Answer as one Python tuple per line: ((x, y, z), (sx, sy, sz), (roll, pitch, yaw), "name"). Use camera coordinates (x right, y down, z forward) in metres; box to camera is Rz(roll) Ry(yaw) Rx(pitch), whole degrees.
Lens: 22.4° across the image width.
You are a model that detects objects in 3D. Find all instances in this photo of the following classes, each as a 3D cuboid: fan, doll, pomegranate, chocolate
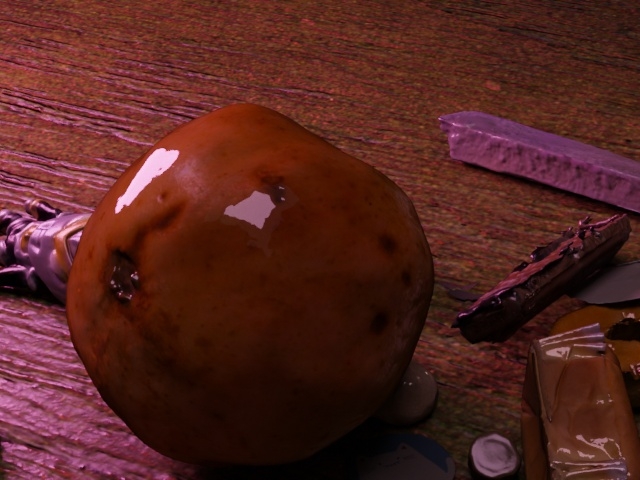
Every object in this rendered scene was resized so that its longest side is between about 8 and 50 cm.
((0.094, 0.253, 1.658), (0.113, 0.005, 0.175), (-13, 33, -15), "fan")
((0.434, 0.027, 1.904), (0.310, 0.010, 0.182), (-17, 12, -18), "fan")
((-0.294, 0.016, 1.969), (0.316, 0.103, 0.145), (11, 40, 30), "doll")
((-0.059, 0.059, 1.683), (0.410, 0.410, 0.410), (-2, 34, 2), "pomegranate")
((0.263, 0.041, 1.853), (0.102, 0.065, 0.329), (-32, -1, 38), "chocolate")

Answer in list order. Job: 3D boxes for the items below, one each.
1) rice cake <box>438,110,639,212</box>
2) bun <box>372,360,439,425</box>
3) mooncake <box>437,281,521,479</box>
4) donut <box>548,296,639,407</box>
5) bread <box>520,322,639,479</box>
((0.335, -0.093, 2.106), (0.399, 0.064, 0.070), (20, 31, 31), "rice cake")
((0.088, 0.159, 1.756), (0.086, 0.055, 0.086), (-4, 33, 2), "bun")
((0.172, 0.137, 1.780), (0.150, 0.057, 0.347), (17, 34, 8), "mooncake")
((0.340, 0.125, 1.781), (0.178, 0.065, 0.162), (-12, 29, -11), "donut")
((0.260, 0.205, 1.599), (0.107, 0.136, 0.241), (0, 34, 0), "bread")
